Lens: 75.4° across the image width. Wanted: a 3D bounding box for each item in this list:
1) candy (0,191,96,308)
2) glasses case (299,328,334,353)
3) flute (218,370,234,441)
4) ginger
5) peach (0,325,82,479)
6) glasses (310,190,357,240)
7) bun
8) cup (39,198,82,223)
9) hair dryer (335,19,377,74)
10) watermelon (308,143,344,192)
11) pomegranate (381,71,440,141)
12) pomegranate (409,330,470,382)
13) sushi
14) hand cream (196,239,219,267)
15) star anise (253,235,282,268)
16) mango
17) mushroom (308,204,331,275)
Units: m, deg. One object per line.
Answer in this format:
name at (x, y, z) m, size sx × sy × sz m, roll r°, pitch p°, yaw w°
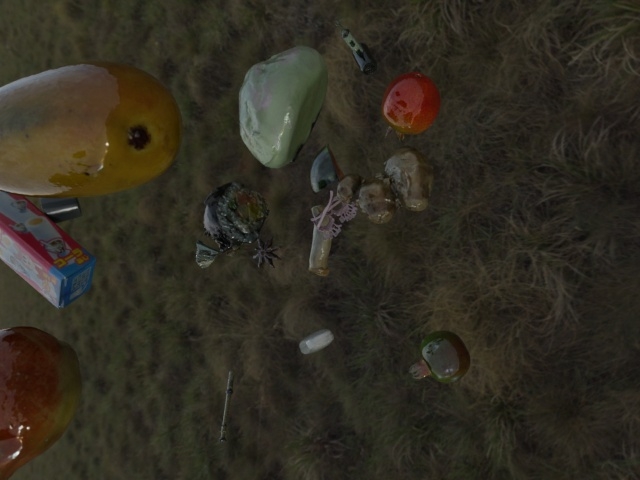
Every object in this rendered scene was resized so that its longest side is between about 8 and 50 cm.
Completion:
candy at (-0.715, 0.012, 1.029) m, size 0.306 × 0.100 × 0.157 m, roll 40°, pitch 133°, yaw 1°
glasses case at (-0.016, 0.331, 1.351) m, size 0.059 × 0.092 × 0.233 m, roll 64°, pitch 165°, yaw 12°
flute at (-0.311, 0.548, 1.386) m, size 0.027 × 0.027 × 0.232 m, roll -46°, pitch 31°, yaw 40°
ginger at (0.208, -0.165, 1.307) m, size 0.305 × 0.155 × 0.244 m, roll -23°, pitch 62°, yaw 1°
peach at (-0.555, 0.291, 0.739) m, size 0.232 × 0.233 × 0.256 m, roll -32°, pitch 52°, yaw 45°
glasses at (0.067, -0.125, 1.933) m, size 0.162 × 0.095 × 0.255 m, roll 40°, pitch 91°, yaw 24°
bun at (-0.109, -0.329, 0.991) m, size 0.187 × 0.293 × 0.292 m, roll 22°, pitch 114°, yaw 3°
cup at (-0.671, -0.097, 1.070) m, size 0.100 × 0.077 × 0.078 m, roll 66°, pitch 155°, yaw 14°
hair dryer at (0.101, -0.601, 1.274) m, size 0.057 × 0.198 × 0.100 m, roll -34°, pitch 53°, yaw 23°
watermelon at (0.012, -0.274, 1.552) m, size 0.193 × 0.137 × 0.145 m, roll -11°, pitch 108°, yaw 58°
pomegranate at (0.326, -0.487, 1.535) m, size 0.220 × 0.221 × 0.256 m, roll 59°, pitch 140°, yaw 30°
pomegranate at (0.396, 0.402, 1.401) m, size 0.180 × 0.210 × 0.179 m, roll 158°, pitch 90°, yaw -84°
sushi at (-0.320, -0.081, 1.489) m, size 0.225 × 0.238 × 0.219 m, roll 53°, pitch 154°, yaw -11°
hand cream at (-0.411, 0.051, 1.486) m, size 0.248 × 0.076 × 0.051 m, roll 137°, pitch 134°, yaw -65°
star anise at (-0.209, 0.048, 1.611) m, size 0.141 × 0.042 × 0.140 m, roll -1°, pitch 88°, yaw 22°
mango at (-0.482, -0.203, 0.785) m, size 0.447 × 0.300 × 0.232 m, roll -2°, pitch 124°, yaw 14°
mushroom at (0.000, 0.000, 2.040) m, size 0.095 × 0.123 × 0.350 m, roll -6°, pitch 83°, yaw 50°
